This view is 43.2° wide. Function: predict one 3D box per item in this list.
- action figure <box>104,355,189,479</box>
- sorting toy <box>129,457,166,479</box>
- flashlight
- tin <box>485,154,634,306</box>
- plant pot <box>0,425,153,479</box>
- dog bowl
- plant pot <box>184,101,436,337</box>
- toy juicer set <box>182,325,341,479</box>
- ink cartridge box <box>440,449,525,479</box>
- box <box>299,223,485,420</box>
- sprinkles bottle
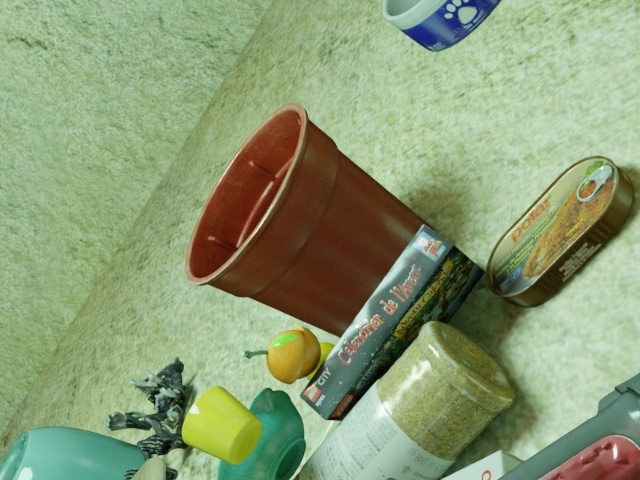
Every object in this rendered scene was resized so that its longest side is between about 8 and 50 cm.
[{"bbox_3d":[-0.321,0.318,1.526,0.164,0.140,0.276,-63,22,20],"label":"action figure"},{"bbox_3d":[-0.304,0.519,1.241,0.229,0.041,0.307,-45,33,30],"label":"sorting toy"},{"bbox_3d":[0.175,0.200,0.585,0.304,0.103,0.103,-31,-7,-2],"label":"flashlight"},{"bbox_3d":[0.258,-0.008,0.880,0.190,0.040,0.106,-49,28,21],"label":"tin"},{"bbox_3d":[-0.497,0.492,1.543,0.293,0.235,0.293,-45,26,30],"label":"plant pot"},{"bbox_3d":[0.232,-0.470,1.421,0.265,0.104,0.265,-46,26,30],"label":"dog bowl"},{"bbox_3d":[0.000,0.000,1.100,0.272,0.265,0.272,-44,27,30],"label":"plant pot"},{"bbox_3d":[-0.049,0.217,0.974,0.089,0.329,0.209,25,62,27],"label":"toy juicer set"},{"bbox_3d":[0.123,0.293,0.720,0.190,0.082,0.140,-42,27,36],"label":"ink cartridge box"},{"bbox_3d":[0.088,0.104,0.929,0.044,0.159,0.233,37,94,26],"label":"box"},{"bbox_3d":[0.049,0.251,0.869,0.355,0.121,0.121,-52,24,16],"label":"sprinkles bottle"}]
